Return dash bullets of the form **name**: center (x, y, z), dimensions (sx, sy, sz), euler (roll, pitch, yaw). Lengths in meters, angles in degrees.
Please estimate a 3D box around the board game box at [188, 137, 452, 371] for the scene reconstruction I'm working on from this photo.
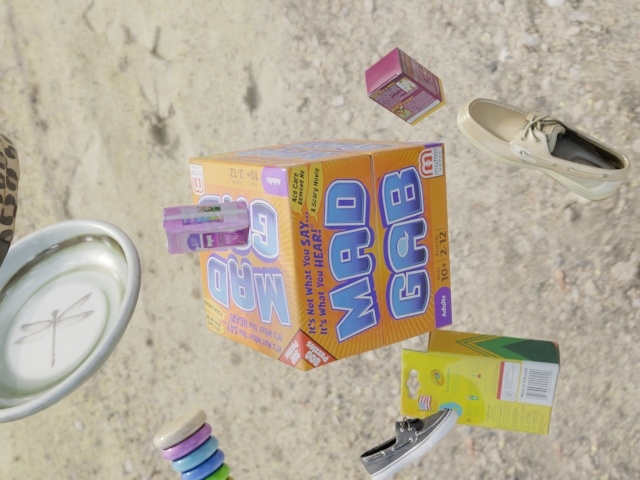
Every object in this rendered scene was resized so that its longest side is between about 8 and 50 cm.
- **board game box**: center (0.000, 0.000, 1.621), dimensions (0.356, 0.356, 0.356), euler (12, 110, 54)

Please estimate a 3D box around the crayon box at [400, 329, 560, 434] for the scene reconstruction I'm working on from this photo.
- **crayon box**: center (0.332, 0.296, 1.772), dimensions (0.318, 0.081, 0.202), euler (5, 124, 10)

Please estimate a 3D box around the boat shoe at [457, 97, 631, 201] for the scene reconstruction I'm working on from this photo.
- **boat shoe**: center (0.382, -0.174, 1.433), dimensions (0.302, 0.109, 0.098), euler (29, 157, 9)

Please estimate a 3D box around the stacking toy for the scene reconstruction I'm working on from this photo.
- **stacking toy**: center (-0.257, 0.572, 1.992), dimensions (0.141, 0.141, 0.330), euler (-28, 95, 37)

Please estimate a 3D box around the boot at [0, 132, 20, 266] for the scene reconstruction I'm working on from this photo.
- **boot**: center (-0.396, 0.002, 0.647), dimensions (0.138, 0.284, 0.377), euler (-5, 66, 26)

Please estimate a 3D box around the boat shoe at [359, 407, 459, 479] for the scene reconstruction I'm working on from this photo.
- **boat shoe**: center (0.170, 0.393, 1.668), dimensions (0.228, 0.080, 0.076), euler (-42, 89, 23)

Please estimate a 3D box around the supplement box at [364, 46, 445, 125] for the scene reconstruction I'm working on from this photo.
- **supplement box**: center (0.100, -0.181, 0.989), dimensions (0.055, 0.083, 0.043), euler (-31, 49, 34)

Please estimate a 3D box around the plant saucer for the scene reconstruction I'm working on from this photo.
- **plant saucer**: center (-0.464, 0.145, 1.434), dimensions (0.400, 0.400, 0.100), euler (12, 149, 35)

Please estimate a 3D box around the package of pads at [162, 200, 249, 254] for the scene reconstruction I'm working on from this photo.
- **package of pads**: center (-0.110, -0.012, 0.813), dimensions (0.050, 0.083, 0.032), euler (99, 163, -60)
